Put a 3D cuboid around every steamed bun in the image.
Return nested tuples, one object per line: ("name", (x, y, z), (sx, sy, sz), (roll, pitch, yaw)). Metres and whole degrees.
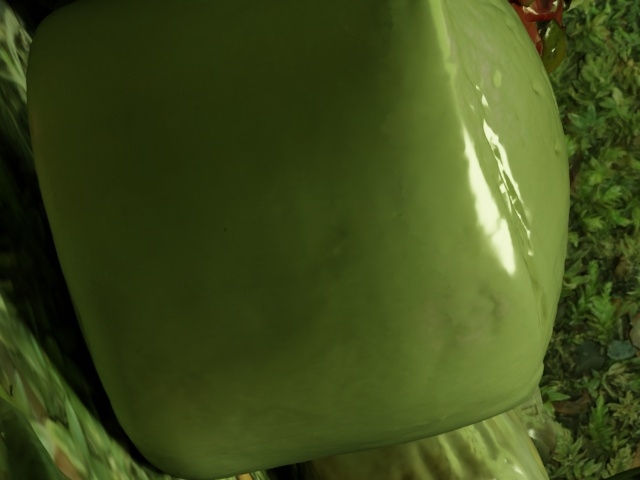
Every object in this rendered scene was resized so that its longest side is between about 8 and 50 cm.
("steamed bun", (0.000, 0.000, 0.752), (0.250, 0.200, 0.154), (66, 16, -58))

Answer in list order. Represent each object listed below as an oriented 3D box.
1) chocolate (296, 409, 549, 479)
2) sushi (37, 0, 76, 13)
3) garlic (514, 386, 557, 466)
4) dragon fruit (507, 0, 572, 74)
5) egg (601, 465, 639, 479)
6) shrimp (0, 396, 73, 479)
("chocolate", (0.029, 0.085, 1.020), (0.309, 0.134, 0.134), (63, 6, 0))
("sushi", (-0.064, -0.203, 0.945), (0.238, 0.219, 0.225), (-18, 86, -83))
("garlic", (0.084, 0.125, 1.345), (0.159, 0.102, 0.147), (-4, 84, -41))
("dragon fruit", (0.041, -0.197, 1.465), (0.314, 0.296, 0.263), (48, 1, -12))
("egg", (0.238, 0.295, 1.204), (0.287, 0.288, 0.379), (62, 20, -19))
("shrimp", (-0.035, 0.132, 0.445), (0.221, 0.110, 0.445), (58, 5, 34))
